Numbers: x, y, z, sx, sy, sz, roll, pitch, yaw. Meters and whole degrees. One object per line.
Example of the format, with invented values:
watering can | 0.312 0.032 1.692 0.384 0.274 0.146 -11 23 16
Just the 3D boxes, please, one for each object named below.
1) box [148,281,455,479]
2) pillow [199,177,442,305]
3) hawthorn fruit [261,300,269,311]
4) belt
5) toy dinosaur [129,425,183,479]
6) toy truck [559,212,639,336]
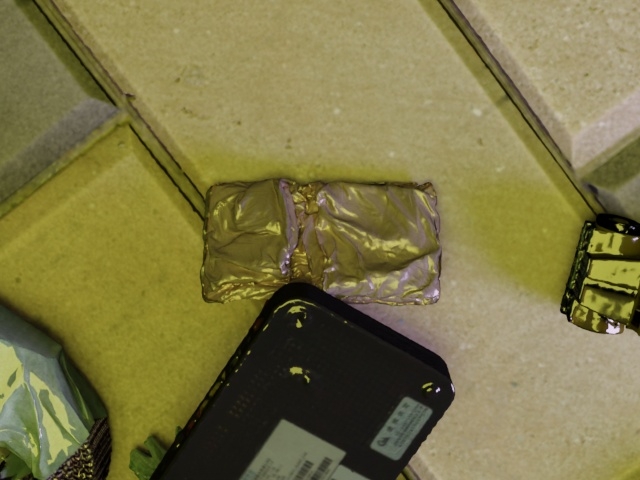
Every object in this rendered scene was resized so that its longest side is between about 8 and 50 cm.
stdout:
box | -0.037 0.224 1.461 0.211 0.058 0.350 29 108 -14
pillow | 0.000 0.000 1.458 0.248 0.049 0.135 1 72 4
hawthorn fruit | -0.025 0.083 1.493 0.081 0.081 0.093 1 73 5
belt | -0.380 0.198 1.524 0.325 0.122 0.260 33 108 -3
toy dinosaur | -0.018 0.226 1.523 0.383 0.076 0.129 6 109 7
toy truck | 0.377 0.062 1.424 0.257 0.127 0.127 14 105 5
